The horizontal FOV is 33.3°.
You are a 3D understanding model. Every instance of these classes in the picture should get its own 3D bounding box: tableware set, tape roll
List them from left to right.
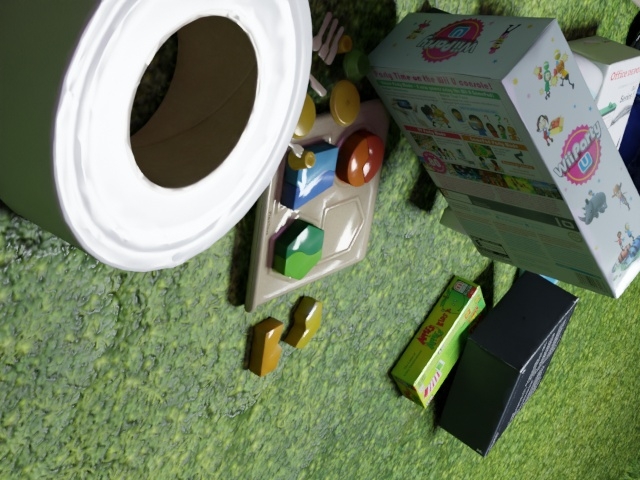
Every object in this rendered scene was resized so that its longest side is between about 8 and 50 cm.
[{"bbox_3d":[-0.130,-0.123,0.836,0.286,0.100,0.286,-37,141,-38],"label":"tape roll"},{"bbox_3d":[0.000,-0.143,1.074,0.104,0.024,0.154,40,65,-46],"label":"tableware set"}]

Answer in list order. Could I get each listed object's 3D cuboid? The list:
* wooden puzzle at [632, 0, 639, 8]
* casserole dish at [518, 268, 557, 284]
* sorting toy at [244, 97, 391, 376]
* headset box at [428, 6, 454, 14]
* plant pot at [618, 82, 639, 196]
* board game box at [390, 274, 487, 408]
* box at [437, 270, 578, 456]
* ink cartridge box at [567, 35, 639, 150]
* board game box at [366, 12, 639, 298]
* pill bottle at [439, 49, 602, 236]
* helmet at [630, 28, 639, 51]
[{"bbox_3d":[0.602,-0.421,1.696,0.239,0.221,0.044,-52,-172,-16],"label":"wooden puzzle"},{"bbox_3d":[0.395,0.034,1.854,0.188,0.037,0.114,-46,146,-30],"label":"casserole dish"},{"bbox_3d":[0.000,0.000,1.195,0.229,0.041,0.307,-26,133,-47],"label":"sorting toy"},{"bbox_3d":[0.133,-0.224,1.241,0.062,0.032,0.083,-54,151,-16],"label":"headset box"},{"bbox_3d":[0.582,-0.115,1.848,0.236,0.236,0.212,-65,156,0],"label":"plant pot"},{"bbox_3d":[0.180,0.151,1.596,0.181,0.043,0.092,-54,150,-16],"label":"board game box"},{"bbox_3d":[0.296,0.199,1.713,0.184,0.103,0.261,-46,158,-35],"label":"box"},{"bbox_3d":[0.403,-0.190,1.636,0.160,0.092,0.219,-23,132,-50],"label":"ink cartridge box"},{"bbox_3d":[0.206,-0.094,1.149,0.097,0.224,0.303,-47,124,-16],"label":"board game box"},{"bbox_3d":[0.249,-0.125,1.389,0.146,0.146,0.264,15,100,-60],"label":"pill bottle"},{"bbox_3d":[0.618,-0.333,1.798,0.161,0.169,0.169,-46,150,2],"label":"helmet"}]
